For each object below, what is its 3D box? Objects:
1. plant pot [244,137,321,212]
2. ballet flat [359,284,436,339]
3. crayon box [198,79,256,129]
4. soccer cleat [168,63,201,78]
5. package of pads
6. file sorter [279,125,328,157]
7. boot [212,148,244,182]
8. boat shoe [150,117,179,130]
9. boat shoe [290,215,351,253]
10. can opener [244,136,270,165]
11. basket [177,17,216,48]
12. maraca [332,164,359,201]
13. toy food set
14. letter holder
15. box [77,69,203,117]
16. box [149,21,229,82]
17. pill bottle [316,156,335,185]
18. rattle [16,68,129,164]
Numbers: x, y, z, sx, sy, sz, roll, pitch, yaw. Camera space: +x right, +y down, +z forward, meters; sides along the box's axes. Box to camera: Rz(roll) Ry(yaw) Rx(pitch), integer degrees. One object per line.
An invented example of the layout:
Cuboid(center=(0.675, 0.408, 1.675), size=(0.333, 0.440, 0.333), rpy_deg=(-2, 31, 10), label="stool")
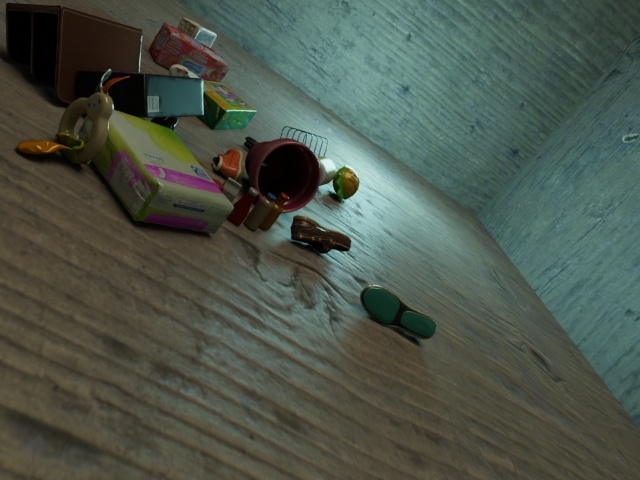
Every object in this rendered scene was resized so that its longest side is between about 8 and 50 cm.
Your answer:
Cuboid(center=(-0.124, -0.199, 1.720), size=(0.201, 0.201, 0.180), rpy_deg=(26, 7, -33), label="plant pot")
Cuboid(center=(0.190, 0.186, 1.577), size=(0.248, 0.086, 0.086), rpy_deg=(33, 19, -21), label="ballet flat")
Cuboid(center=(-0.345, -0.459, 2.056), size=(0.165, 0.081, 0.278), rpy_deg=(41, 18, 5), label="crayon box")
Cuboid(center=(-0.472, -0.565, 2.104), size=(0.076, 0.068, 0.196), rpy_deg=(40, 11, 19), label="soccer cleat")
Cuboid(center=(-0.352, -0.148, 1.282), size=(0.296, 0.101, 0.229), rpy_deg=(48, 19, 28), label="package of pads")
Cuboid(center=(-0.064, -0.348, 2.234), size=(0.118, 0.105, 0.170), rpy_deg=(20, 9, 27), label="file sorter")
Cuboid(center=(-0.262, -0.225, 1.706), size=(0.084, 0.059, 0.158), rpy_deg=(24, 24, -24), label="boot")
Cuboid(center=(-0.413, -0.301, 1.585), size=(0.060, 0.064, 0.178), rpy_deg=(34, 21, -20), label="boat shoe")
Cuboid(center=(0.000, 0.000, 1.664), size=(0.206, 0.073, 0.073), rpy_deg=(21, 62, -34), label="boat shoe")
Cuboid(center=(-0.176, -0.276, 1.997), size=(0.186, 0.059, 0.073), rpy_deg=(32, 44, 10), label="can opener")
Cuboid(center=(-0.500, -0.757, 2.339), size=(0.103, 0.167, 0.113), rpy_deg=(40, 18, 18), label="basket")
Cuboid(center=(0.089, -0.210, 2.253), size=(0.099, 0.127, 0.185), rpy_deg=(-1, 17, 20), label="maraca")
Cuboid(center=(-0.195, -0.112, 1.483), size=(0.232, 0.105, 0.111), rpy_deg=(33, 19, -17), label="toy food set")
Cuboid(center=(-0.588, -0.432, 1.476), size=(0.151, 0.215, 0.302), rpy_deg=(10, 12, 17), label="letter holder")
Cuboid(center=(-0.428, -0.354, 1.473), size=(0.184, 0.103, 0.261), rpy_deg=(5, 14, 17), label="box")
Cuboid(center=(-0.480, -0.668, 2.228), size=(0.256, 0.123, 0.128), rpy_deg=(23, 24, -40), label="box")
Cuboid(center=(-0.006, -0.245, 2.157), size=(0.103, 0.103, 0.184), rpy_deg=(41, 18, 7), label="pill bottle")
Cuboid(center=(-0.466, -0.249, 1.145), size=(0.142, 0.200, 0.130), rpy_deg=(19, 26, -45), label="rattle")
